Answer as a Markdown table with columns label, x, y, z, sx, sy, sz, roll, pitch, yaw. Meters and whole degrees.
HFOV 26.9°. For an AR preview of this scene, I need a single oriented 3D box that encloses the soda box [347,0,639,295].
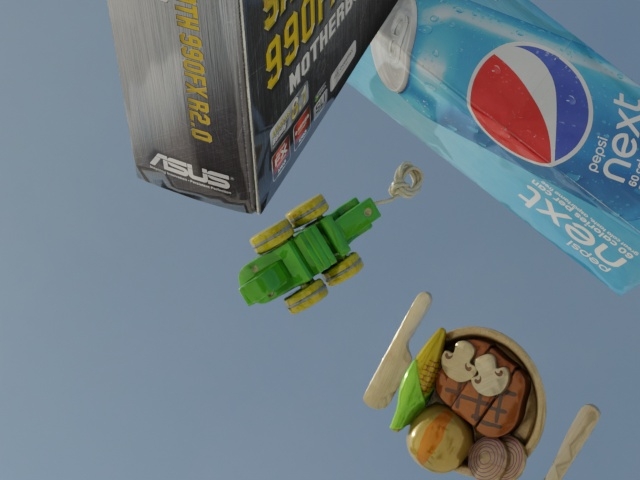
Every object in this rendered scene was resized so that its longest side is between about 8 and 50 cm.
| label | x | y | z | sx | sy | sz | roll | pitch | yaw |
| --- | --- | --- | --- | --- | --- | --- | --- | --- | --- |
| soda box | 0.100 | -0.068 | 0.677 | 0.210 | 0.067 | 0.071 | 37 | -19 | 1 |

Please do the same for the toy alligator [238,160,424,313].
| label | x | y | z | sx | sy | sz | roll | pitch | yaw |
| --- | --- | --- | --- | --- | --- | --- | --- | --- | --- |
| toy alligator | 0.000 | 0.000 | 0.886 | 0.051 | 0.189 | 0.056 | -24 | -82 | 46 |

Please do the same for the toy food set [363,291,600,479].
| label | x | y | z | sx | sy | sz | roll | pitch | yaw |
| --- | --- | --- | --- | --- | --- | --- | --- | --- | --- |
| toy food set | 0.121 | 0.136 | 1.082 | 0.192 | 0.038 | 0.132 | 33 | -72 | 28 |

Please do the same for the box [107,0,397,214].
| label | x | y | z | sx | sy | sz | roll | pitch | yaw |
| --- | --- | --- | --- | --- | --- | --- | --- | --- | --- |
| box | -0.004 | -0.153 | 0.512 | 0.056 | 0.231 | 0.183 | 17 | -41 | 16 |
